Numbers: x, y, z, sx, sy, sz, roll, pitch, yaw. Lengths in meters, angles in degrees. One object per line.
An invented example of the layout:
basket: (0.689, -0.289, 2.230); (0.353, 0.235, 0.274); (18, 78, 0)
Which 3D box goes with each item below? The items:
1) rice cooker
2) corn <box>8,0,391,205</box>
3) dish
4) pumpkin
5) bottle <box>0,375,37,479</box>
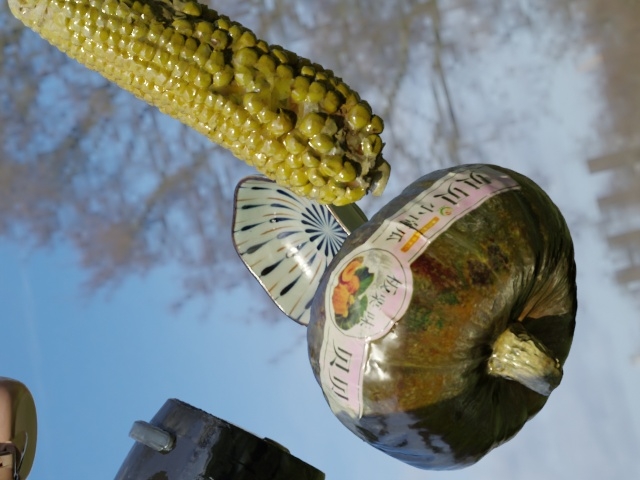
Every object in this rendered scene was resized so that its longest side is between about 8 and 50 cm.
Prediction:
rice cooker: (-0.141, 0.340, 2.338); (0.224, 0.267, 0.267); (-64, -19, -7)
corn: (-0.085, -0.125, 1.378); (0.320, 0.097, 0.097); (29, -154, -13)
dish: (0.000, 0.000, 1.801); (0.066, 0.191, 0.190); (-40, -57, -36)
pumpkin: (0.120, 0.073, 1.526); (0.189, 0.260, 0.260); (32, 159, 37)
bottle: (-0.495, 0.243, 2.223); (0.206, 0.297, 0.173); (-71, -18, -70)
